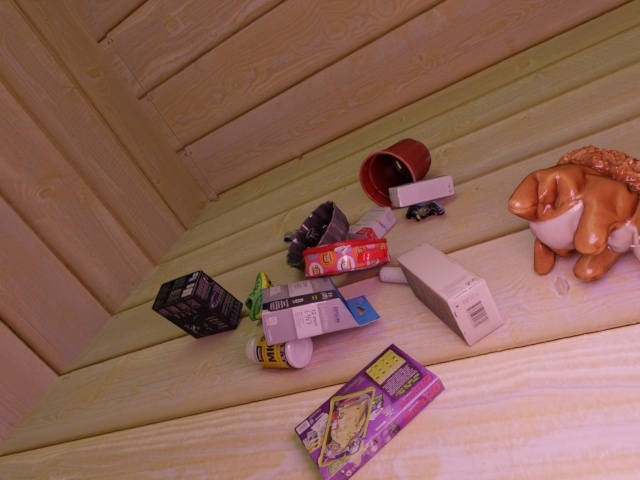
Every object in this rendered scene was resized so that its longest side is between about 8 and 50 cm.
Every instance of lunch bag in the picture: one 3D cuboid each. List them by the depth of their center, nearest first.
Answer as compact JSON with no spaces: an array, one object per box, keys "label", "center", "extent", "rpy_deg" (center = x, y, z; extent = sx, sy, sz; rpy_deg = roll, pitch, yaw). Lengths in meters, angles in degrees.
[{"label":"lunch bag","center":[0.107,0.060,1.617],"extent":[0.258,0.120,0.293],"rpy_deg":[-12,-4,41]}]

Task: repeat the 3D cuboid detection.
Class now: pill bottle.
[{"label":"pill bottle","center":[-0.137,0.353,1.483],"extent":[0.208,0.119,0.119],"rpy_deg":[-13,29,39]}]

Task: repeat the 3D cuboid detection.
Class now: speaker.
[{"label":"speaker","center":[0.265,0.116,1.531],"extent":[0.136,0.055,0.055],"rpy_deg":[-3,36,50]}]

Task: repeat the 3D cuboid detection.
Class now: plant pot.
[{"label":"plant pot","center":[0.357,-0.321,2.061],"extent":[0.272,0.273,0.265],"rpy_deg":[-9,24,43]}]

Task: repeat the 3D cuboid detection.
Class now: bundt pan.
[{"label":"bundt pan","center":[0.000,0.000,1.931],"extent":[0.331,0.124,0.331],"rpy_deg":[-45,24,26]}]

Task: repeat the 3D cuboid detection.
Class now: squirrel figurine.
[{"label":"squirrel figurine","center":[0.725,-0.083,1.090],"extent":[0.397,0.281,0.370],"rpy_deg":[-46,33,-24]}]

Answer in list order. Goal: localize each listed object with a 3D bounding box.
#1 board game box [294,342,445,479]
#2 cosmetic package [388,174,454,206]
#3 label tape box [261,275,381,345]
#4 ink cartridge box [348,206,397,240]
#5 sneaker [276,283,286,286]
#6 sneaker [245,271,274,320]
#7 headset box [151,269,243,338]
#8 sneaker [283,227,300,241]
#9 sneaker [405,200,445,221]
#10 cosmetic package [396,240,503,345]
[{"label":"board game box","center":[0.114,0.418,1.130],"extent":[0.346,0.056,0.208],"rpy_deg":[-37,19,-12]},{"label":"cosmetic package","center":[0.404,-0.199,1.841],"extent":[0.230,0.086,0.117],"rpy_deg":[-13,7,-9]},{"label":"label tape box","center":[-0.010,0.202,1.450],"extent":[0.347,0.115,0.249],"rpy_deg":[-13,12,-4]},{"label":"ink cartridge box","center":[0.216,-0.057,1.917],"extent":[0.175,0.072,0.127],"rpy_deg":[-44,24,-25]},{"label":"sneaker","center":[-0.115,0.281,1.654],"extent":[0.086,0.163,0.227],"rpy_deg":[2,77,19]},{"label":"sneaker","center":[-0.258,0.226,1.902],"extent":[0.123,0.110,0.296],"rpy_deg":[-25,24,6]},{"label":"headset box","center":[-0.499,0.278,1.903],"extent":[0.246,0.283,0.131],"rpy_deg":[-19,41,30]},{"label":"sneaker","center":[-0.138,-0.021,2.337],"extent":[0.135,0.052,0.058],"rpy_deg":[-22,34,41]},{"label":"sneaker","center":[0.411,-0.108,1.798],"extent":[0.188,0.067,0.078],"rpy_deg":[0,50,56]},{"label":"cosmetic package","center":[0.346,0.134,1.262],"extent":[0.113,0.160,0.309],"rpy_deg":[-32,24,-2]}]
